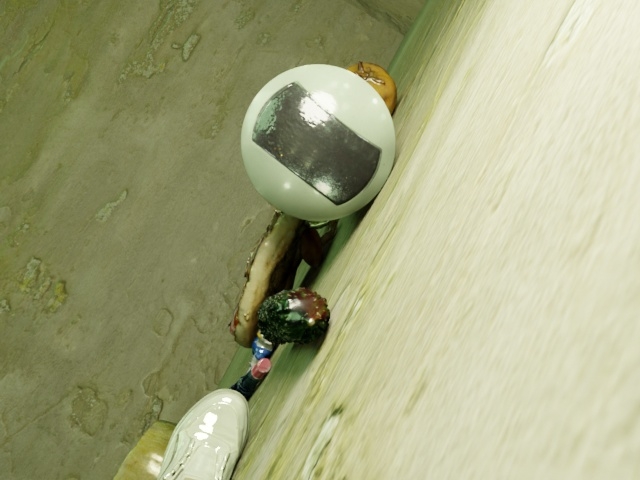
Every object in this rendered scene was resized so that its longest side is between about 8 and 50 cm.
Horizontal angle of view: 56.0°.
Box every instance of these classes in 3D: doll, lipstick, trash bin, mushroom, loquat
[{"bbox_3d":[-0.139,0.258,1.429,0.227,0.057,0.114,-60,0,41],"label":"doll"},{"bbox_3d":[-0.163,0.326,1.367,0.234,0.053,0.053,-50,11,46],"label":"lipstick"},{"bbox_3d":[0.006,-0.200,1.229,0.280,0.280,0.432,-61,1,11],"label":"trash bin"},{"bbox_3d":[-0.010,-0.004,1.451,0.129,0.073,0.088,-61,8,-5],"label":"mushroom"},{"bbox_3d":[0.110,-0.383,1.684,0.238,0.193,0.238,-49,-9,-10],"label":"loquat"}]

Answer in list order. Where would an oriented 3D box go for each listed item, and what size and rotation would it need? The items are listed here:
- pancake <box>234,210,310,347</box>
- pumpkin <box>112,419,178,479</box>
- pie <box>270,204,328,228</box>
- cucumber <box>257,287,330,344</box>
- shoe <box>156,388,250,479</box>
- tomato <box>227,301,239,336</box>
[{"bbox_3d":[-0.111,0.083,1.495,0.382,0.071,0.382,21,-90,-80],"label":"pancake"},{"bbox_3d":[-0.424,0.617,1.567,0.332,0.199,0.332,-58,6,10],"label":"pumpkin"},{"bbox_3d":[-0.043,-0.158,1.608,0.055,0.274,0.274,-28,-27,-56],"label":"pie"},{"bbox_3d":[-0.050,0.122,0.977,0.096,0.096,0.359,-62,3,-13],"label":"cucumber"},{"bbox_3d":[-0.201,0.384,0.952,0.159,0.124,0.316,128,164,-69],"label":"shoe"},{"bbox_3d":[-0.203,0.229,1.981,0.228,0.112,0.199,-56,17,15],"label":"tomato"}]
